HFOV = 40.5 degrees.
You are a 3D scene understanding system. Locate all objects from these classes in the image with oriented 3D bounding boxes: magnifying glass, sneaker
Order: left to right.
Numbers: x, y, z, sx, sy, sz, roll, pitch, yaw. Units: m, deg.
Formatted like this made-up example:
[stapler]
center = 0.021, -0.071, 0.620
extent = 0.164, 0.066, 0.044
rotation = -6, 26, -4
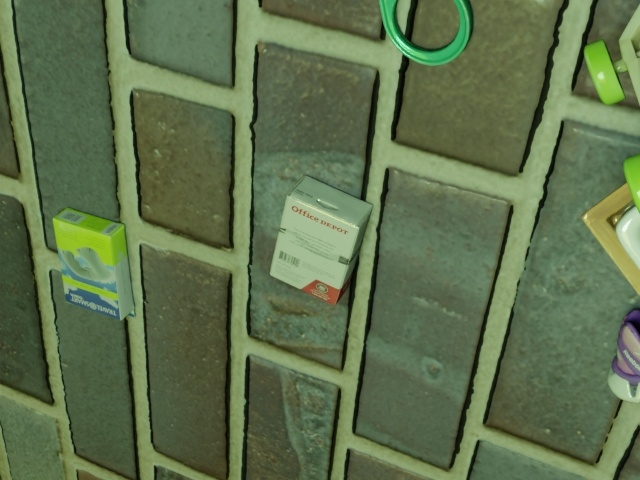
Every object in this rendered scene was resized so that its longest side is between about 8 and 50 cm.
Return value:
[magnifying glass]
center = 0.072, -0.280, 0.882
extent = 0.092, 0.026, 0.231
rotation = -26, 106, 39
[sneaker]
center = 0.423, 0.119, 0.924
extent = 0.236, 0.095, 0.105
rotation = -1, 113, 30

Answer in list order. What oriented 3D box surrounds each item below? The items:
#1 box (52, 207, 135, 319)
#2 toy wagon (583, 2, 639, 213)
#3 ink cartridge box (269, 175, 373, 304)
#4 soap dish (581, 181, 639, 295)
[box]
center = -0.343, 0.045, 1.322
extent = 0.109, 0.042, 0.178
rotation = 16, 127, 19
[toy wagon]
center = 0.364, -0.097, 0.658
extent = 0.267, 0.345, 0.068
rotation = -21, 150, 24
[ink cartridge box]
center = 0.000, 0.000, 1.092
extent = 0.099, 0.056, 0.135
rotation = 25, 130, 11
[soap dish]
center = 0.409, 0.014, 0.790
extent = 0.229, 0.118, 0.291
rotation = -38, 99, 11
